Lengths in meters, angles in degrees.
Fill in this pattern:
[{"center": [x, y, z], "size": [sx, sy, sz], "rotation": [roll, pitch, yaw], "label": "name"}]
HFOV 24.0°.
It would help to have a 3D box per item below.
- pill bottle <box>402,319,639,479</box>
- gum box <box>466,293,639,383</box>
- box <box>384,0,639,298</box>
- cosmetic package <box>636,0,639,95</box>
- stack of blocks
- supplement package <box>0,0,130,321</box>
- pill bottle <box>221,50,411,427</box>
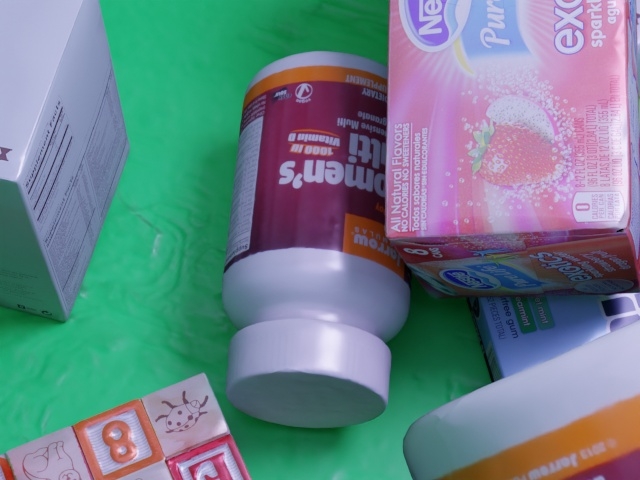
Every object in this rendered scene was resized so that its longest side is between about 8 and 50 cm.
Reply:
[{"center": [0.210, 0.231, 0.707], "size": [0.224, 0.224, 0.392], "rotation": [-20, 80, -10], "label": "pill bottle"}, {"center": [0.188, 0.015, 1.005], "size": [0.184, 0.041, 0.157], "rotation": [-11, 65, -7], "label": "gum box"}, {"center": [0.123, -0.125, 0.933], "size": [0.142, 0.154, 0.300], "rotation": [-2, 74, 14], "label": "box"}, {"center": [0.276, -0.295, 1.129], "size": [0.377, 0.097, 0.284], "rotation": [-29, 66, -14], "label": "cosmetic package"}, {"center": [-0.170, 0.219, 0.875], "size": [0.297, 0.087, 0.171], "rotation": [-21, 66, -11], "label": "stack of blocks"}, {"center": [-0.242, -0.072, 0.954], "size": [0.194, 0.203, 0.149], "rotation": [13, 65, 5], "label": "supplement package"}, {"center": [0.000, 0.000, 0.966], "size": [0.121, 0.121, 0.221], "rotation": [4, 63, 1], "label": "pill bottle"}]
